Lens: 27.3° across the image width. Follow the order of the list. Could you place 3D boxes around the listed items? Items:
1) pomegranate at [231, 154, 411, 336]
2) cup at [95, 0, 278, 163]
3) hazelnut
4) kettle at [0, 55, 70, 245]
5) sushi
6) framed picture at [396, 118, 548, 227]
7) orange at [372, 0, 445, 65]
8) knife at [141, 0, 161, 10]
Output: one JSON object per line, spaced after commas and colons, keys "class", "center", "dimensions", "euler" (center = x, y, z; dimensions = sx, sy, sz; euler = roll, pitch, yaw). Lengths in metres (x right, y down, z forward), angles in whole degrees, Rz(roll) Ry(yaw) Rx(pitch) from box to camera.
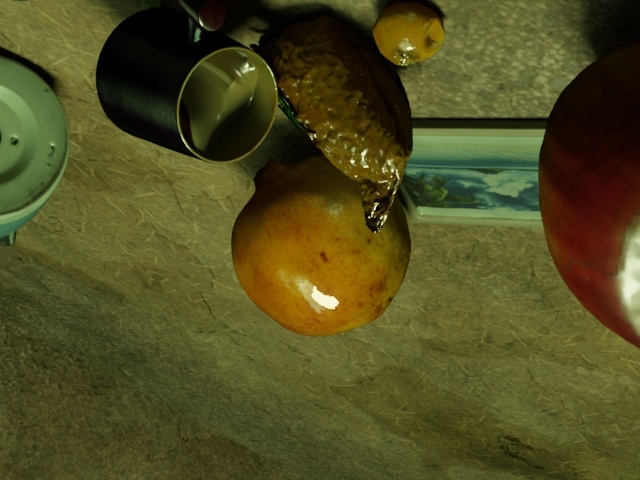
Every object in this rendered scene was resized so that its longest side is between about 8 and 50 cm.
{"class": "pomegranate", "center": [0.000, 0.000, 1.832], "dimensions": [0.264, 0.264, 0.264], "euler": [15, 154, 7]}
{"class": "cup", "center": [-0.172, -0.206, 1.560], "dimensions": [0.177, 0.166, 0.239], "euler": [29, 157, 49]}
{"class": "hazelnut", "center": [0.423, -0.050, 1.374], "dimensions": [0.409, 0.359, 0.359], "euler": [29, 153, -29]}
{"class": "kettle", "center": [-0.542, -0.140, 1.967], "dimensions": [0.319, 0.247, 0.342], "euler": [54, 157, -1]}
{"class": "sushi", "center": [0.032, -0.155, 1.596], "dimensions": [0.140, 0.149, 0.287], "euler": [-37, 84, 32]}
{"class": "framed picture", "center": [0.230, -0.086, 1.752], "dimensions": [0.315, 0.024, 0.232], "euler": [2, 148, 29]}
{"class": "orange", "center": [0.097, -0.233, 1.508], "dimensions": [0.086, 0.062, 0.086], "euler": [16, 152, 9]}
{"class": "knife", "center": [-0.209, -0.307, 1.616], "dimensions": [0.030, 0.014, 0.207], "euler": [15, 155, 3]}
